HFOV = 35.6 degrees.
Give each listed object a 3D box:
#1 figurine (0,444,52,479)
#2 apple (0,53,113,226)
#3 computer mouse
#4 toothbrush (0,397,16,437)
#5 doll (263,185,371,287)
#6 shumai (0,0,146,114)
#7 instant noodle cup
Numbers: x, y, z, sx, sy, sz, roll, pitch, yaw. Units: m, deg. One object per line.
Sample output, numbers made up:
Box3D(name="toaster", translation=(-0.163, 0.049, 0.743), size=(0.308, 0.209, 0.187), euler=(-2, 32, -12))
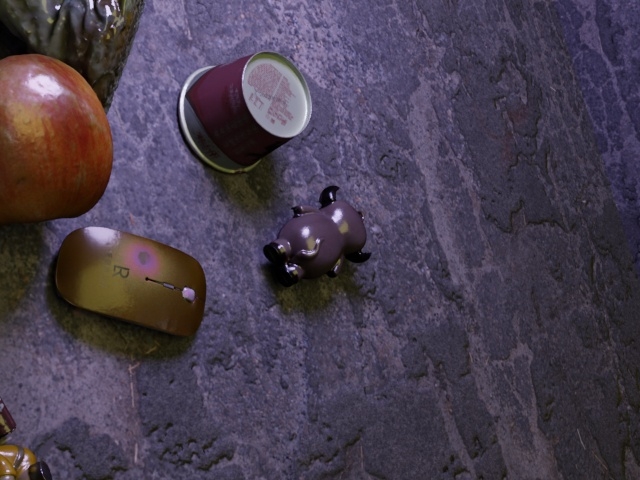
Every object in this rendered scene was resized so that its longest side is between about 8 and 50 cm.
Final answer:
Box3D(name="figurine", translation=(-0.536, 0.316, 1.483), size=(0.257, 0.192, 0.167), euler=(51, 18, -49))
Box3D(name="apple", translation=(-0.466, -0.142, 1.594), size=(0.301, 0.301, 0.301), euler=(14, 69, -39))
Box3D(name="computer mouse", translation=(-0.329, 0.076, 1.799), size=(0.310, 0.072, 0.158), euler=(21, 66, -37))
Box3D(name="toothbrush", translation=(-0.583, 0.152, 1.570), size=(0.041, 0.041, 0.364), euler=(-35, 101, -42))
Box3D(name="doll", translation=(0.000, 0.000, 2.083), size=(0.257, 0.117, 0.182), euler=(-36, 104, -41))
Box3D(name="shumai", translation=(-0.455, -0.392, 1.744), size=(0.263, 0.304, 0.309), euler=(20, 33, -11))
Box3D(name="instant noodle cup", translation=(-0.140, -0.266, 1.994), size=(0.235, 0.178, 0.234), euler=(15, 68, -41))
